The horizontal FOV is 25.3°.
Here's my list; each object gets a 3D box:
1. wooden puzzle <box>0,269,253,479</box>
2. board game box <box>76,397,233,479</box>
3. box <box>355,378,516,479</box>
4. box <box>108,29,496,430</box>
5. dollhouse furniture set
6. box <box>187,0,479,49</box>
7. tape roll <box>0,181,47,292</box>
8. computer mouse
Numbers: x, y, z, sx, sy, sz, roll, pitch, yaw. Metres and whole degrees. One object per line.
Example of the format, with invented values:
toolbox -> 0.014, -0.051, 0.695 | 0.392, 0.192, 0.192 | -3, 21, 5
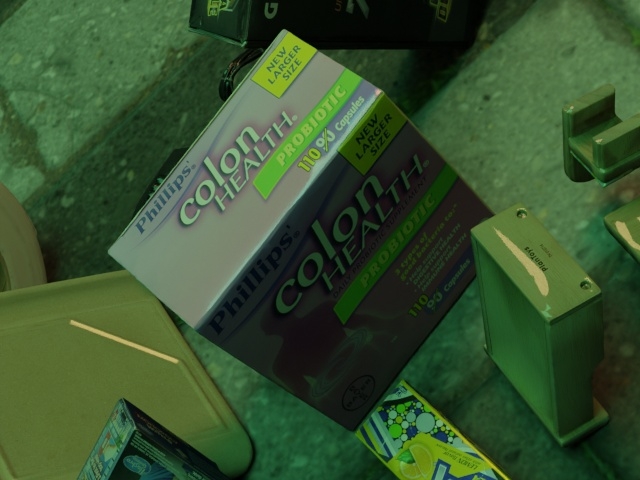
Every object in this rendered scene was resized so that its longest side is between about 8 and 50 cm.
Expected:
wooden puzzle -> -0.203, 0.133, 1.211 | 0.238, 0.221, 0.044 | 55, 142, 36
board game box -> -0.140, 0.255, 1.106 | 0.194, 0.194, 0.060 | -49, 25, 2
box -> 0.105, 0.181, 1.065 | 0.059, 0.054, 0.169 | -49, 51, 0
box -> 0.000, 0.000, 1.102 | 0.213, 0.243, 0.117 | -51, 51, -2
dollhouse furniture set -> 0.243, 0.016, 1.042 | 0.242, 0.161, 0.212 | -28, 52, -11
box -> 0.037, -0.301, 1.136 | 0.073, 0.293, 0.295 | 20, 108, 36
tape roll -> -0.392, 0.053, 1.315 | 0.169, 0.246, 0.246 | -6, 63, 30
computer mouse -> -0.096, -0.086, 1.321 | 0.041, 0.071, 0.242 | 24, 76, 29
